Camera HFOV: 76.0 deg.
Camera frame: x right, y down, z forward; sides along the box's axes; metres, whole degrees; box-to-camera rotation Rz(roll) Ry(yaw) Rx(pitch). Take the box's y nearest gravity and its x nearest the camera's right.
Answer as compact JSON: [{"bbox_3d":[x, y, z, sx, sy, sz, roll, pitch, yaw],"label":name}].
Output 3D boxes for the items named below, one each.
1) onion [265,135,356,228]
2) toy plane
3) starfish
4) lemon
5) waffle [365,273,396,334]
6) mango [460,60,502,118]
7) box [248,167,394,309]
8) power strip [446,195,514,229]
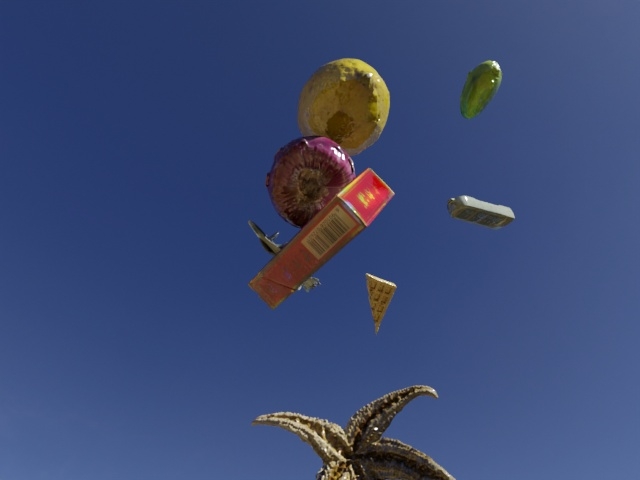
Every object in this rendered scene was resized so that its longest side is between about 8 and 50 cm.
[{"bbox_3d":[-0.025,-0.147,1.028,0.229,0.163,0.230,-2,-74,-6],"label":"onion"},{"bbox_3d":[-0.100,0.035,1.145,0.262,0.088,0.192,55,-33,1],"label":"toy plane"},{"bbox_3d":[0.032,0.233,0.440,0.237,0.213,0.057,14,-39,34],"label":"starfish"},{"bbox_3d":[0.066,-0.365,1.134,0.253,0.254,0.310,24,-24,-17],"label":"lemon"},{"bbox_3d":[0.171,0.218,1.399,0.125,0.032,0.191,21,-80,-11],"label":"waffle"},{"bbox_3d":[0.491,-0.468,1.275,0.100,0.119,0.179,33,-64,24],"label":"mango"},{"bbox_3d":[0.001,-0.001,0.877,0.089,0.197,0.313,46,-56,-1],"label":"box"},{"bbox_3d":[0.505,-0.088,1.296,0.285,0.048,0.080,11,-40,-33],"label":"power strip"}]
